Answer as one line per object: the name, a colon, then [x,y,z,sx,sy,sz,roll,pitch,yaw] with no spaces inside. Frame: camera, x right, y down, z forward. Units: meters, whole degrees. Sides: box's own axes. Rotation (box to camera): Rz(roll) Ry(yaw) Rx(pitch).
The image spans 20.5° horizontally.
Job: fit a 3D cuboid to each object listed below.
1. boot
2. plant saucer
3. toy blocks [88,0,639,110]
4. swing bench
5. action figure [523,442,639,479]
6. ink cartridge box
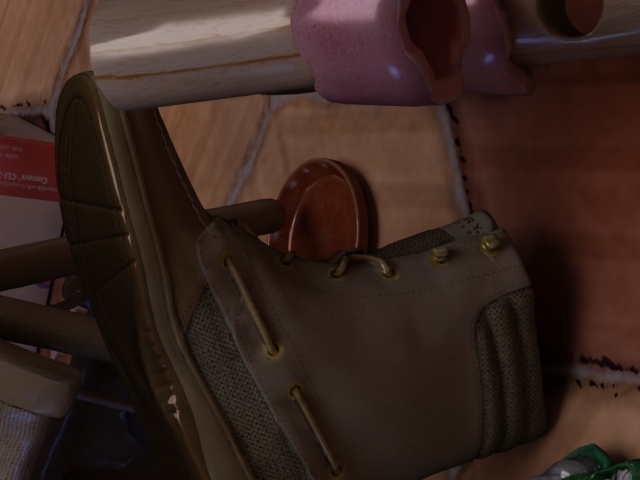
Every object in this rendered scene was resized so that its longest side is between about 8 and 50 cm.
boot: [-0.005,0.013,0.715,0.077,0.165,0.213,-5,107,67]
plant saucer: [0.000,0.000,0.896,0.083,0.013,0.083,-13,75,54]
toy blocks: [0.083,-0.194,0.672,0.260,0.309,0.288,-6,91,23]
swing bench: [-0.134,0.119,0.841,0.165,0.254,0.253,53,130,43]
action figure: [0.069,0.154,0.727,0.232,0.063,0.137,-49,43,36]
ink cartridge box: [-0.235,0.016,1.197,0.115,0.067,0.198,25,105,55]
